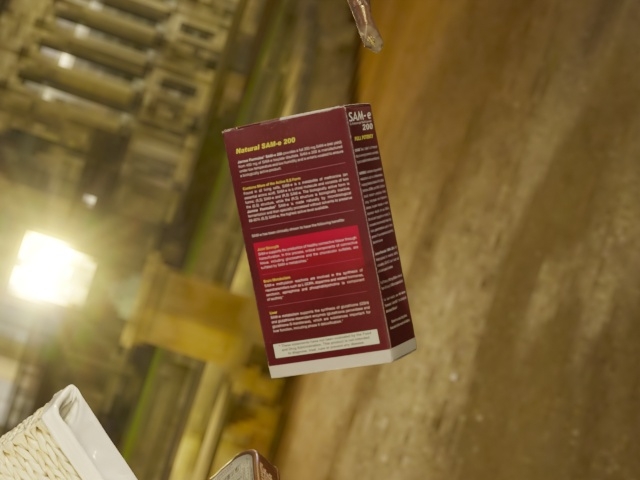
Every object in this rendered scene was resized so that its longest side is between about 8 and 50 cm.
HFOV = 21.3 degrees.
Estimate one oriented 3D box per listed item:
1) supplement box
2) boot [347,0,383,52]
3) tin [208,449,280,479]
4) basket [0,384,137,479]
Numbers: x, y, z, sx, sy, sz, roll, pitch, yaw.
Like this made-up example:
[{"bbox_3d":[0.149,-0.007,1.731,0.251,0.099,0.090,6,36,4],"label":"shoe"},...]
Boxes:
[{"bbox_3d":[0.000,0.000,1.593,0.073,0.130,0.239,-18,-82,-66],"label":"supplement box"},{"bbox_3d":[0.052,-0.322,2.327,0.106,0.037,0.114,55,-162,-43],"label":"boot"},{"bbox_3d":[-0.088,0.273,1.694,0.106,0.040,0.190,-46,14,9],"label":"tin"},{"bbox_3d":[-0.280,0.262,1.878,0.103,0.167,0.113,-31,7,7],"label":"basket"}]
